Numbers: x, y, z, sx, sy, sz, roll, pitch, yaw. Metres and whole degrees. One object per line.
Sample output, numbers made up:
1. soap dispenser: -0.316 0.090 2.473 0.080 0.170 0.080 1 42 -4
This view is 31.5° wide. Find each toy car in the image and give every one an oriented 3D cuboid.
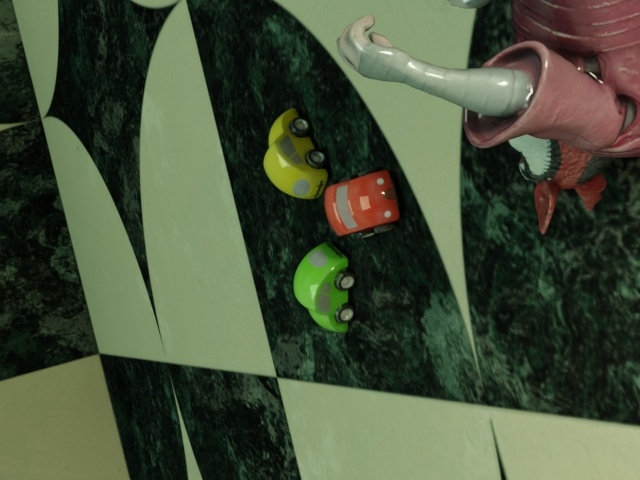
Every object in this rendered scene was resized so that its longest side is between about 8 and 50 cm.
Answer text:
1. toy car: 0.000 0.000 1.171 0.239 0.053 0.225 41 139 52

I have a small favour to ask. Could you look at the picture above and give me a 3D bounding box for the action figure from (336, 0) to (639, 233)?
1. action figure: 0.166 -0.166 0.647 0.275 0.248 0.370 4 129 21
